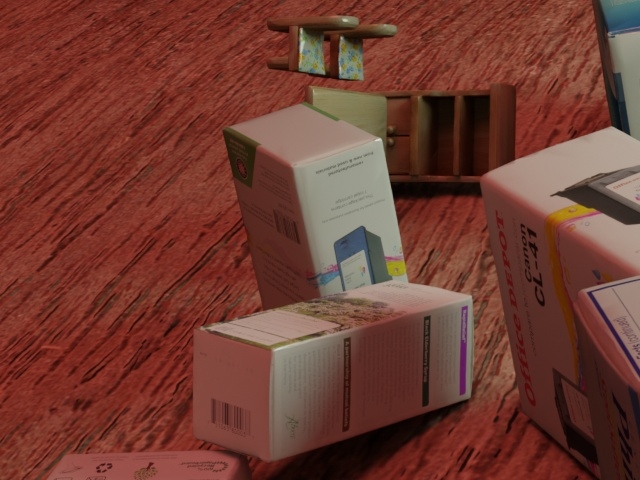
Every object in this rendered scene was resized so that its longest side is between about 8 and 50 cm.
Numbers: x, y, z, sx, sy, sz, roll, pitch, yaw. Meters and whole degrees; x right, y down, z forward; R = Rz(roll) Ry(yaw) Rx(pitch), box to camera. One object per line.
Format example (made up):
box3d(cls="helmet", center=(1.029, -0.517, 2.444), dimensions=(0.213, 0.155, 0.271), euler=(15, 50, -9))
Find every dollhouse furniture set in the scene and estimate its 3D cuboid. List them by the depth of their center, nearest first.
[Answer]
box3d(cls="dollhouse furniture set", center=(0.072, -0.111, 1.902), dimensions=(0.161, 0.212, 0.242), euler=(1, 0, 33))

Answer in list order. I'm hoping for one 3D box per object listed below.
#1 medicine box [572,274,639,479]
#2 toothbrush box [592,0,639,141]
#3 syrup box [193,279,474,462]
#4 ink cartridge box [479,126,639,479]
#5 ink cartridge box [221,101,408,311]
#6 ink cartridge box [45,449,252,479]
box3d(cls="medicine box", center=(0.324, 0.138, 1.134), dimensions=(0.289, 0.263, 0.149), euler=(-13, 23, -1))
box3d(cls="toothbrush box", center=(0.345, -0.164, 1.859), dimensions=(0.126, 0.216, 0.295), euler=(-9, 25, 8))
box3d(cls="syrup box", center=(0.014, 0.101, 1.521), dimensions=(0.237, 0.096, 0.093), euler=(-11, 17, -44))
box3d(cls="ink cartridge box", center=(0.249, 0.073, 1.368), dimensions=(0.131, 0.226, 0.306), euler=(-19, 23, -16))
box3d(cls="ink cartridge box", center=(0.000, 0.000, 1.681), dimensions=(0.093, 0.212, 0.154), euler=(-19, 23, -21))
box3d(cls="ink cartridge box", center=(-0.173, 0.264, 1.365), dimensions=(0.165, 0.065, 0.332), euler=(-3, 24, 21))
